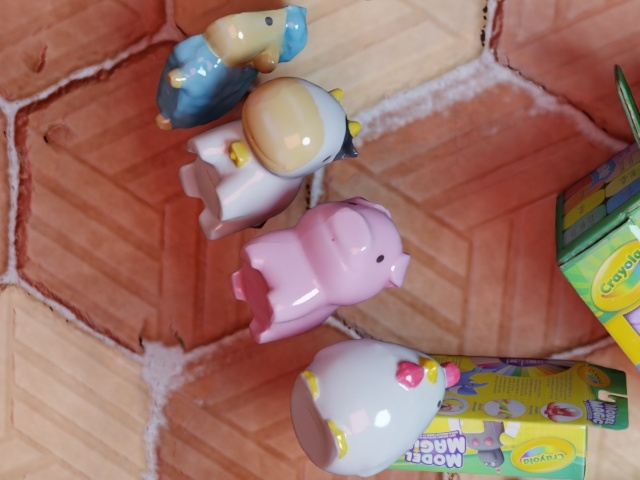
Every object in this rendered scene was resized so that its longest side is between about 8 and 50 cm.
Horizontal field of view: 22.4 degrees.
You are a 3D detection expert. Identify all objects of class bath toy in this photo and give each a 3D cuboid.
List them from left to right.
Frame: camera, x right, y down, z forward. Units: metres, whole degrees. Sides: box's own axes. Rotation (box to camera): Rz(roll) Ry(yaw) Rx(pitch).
[{"bbox_3d":[0.000,0.000,1.197,0.129,0.151,0.348,-18,76,-23],"label":"bath toy"}]

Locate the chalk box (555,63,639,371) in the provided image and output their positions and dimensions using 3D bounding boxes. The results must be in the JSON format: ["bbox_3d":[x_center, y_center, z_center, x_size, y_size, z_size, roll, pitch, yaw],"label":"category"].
[{"bbox_3d":[0.286,0.003,1.177,0.179,0.180,0.289,-37,97,18],"label":"chalk box"}]

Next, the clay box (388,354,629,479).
[{"bbox_3d":[0.129,0.137,1.271,0.222,0.127,0.053,3,109,9],"label":"clay box"}]
